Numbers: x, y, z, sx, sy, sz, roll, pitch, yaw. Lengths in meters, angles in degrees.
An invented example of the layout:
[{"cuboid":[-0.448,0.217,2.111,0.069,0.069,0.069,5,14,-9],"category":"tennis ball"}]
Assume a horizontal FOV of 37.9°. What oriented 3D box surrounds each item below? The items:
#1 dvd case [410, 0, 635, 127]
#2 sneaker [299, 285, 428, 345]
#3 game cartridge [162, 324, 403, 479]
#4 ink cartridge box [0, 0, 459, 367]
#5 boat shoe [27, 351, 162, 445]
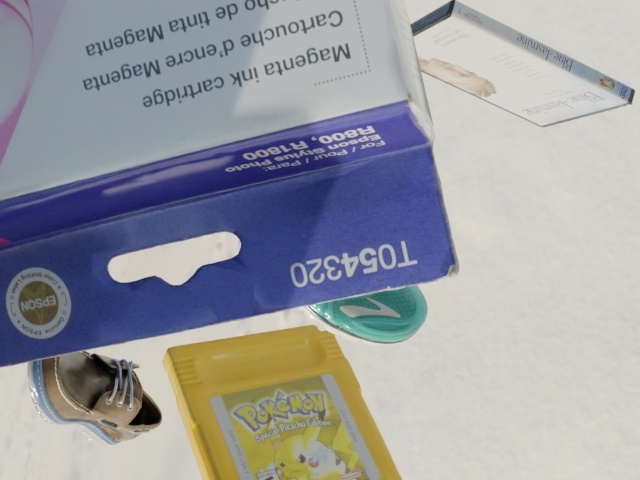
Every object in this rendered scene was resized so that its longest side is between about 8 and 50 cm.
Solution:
[{"cuboid":[0.217,-0.202,1.107,0.180,0.253,0.022,-8,63,69],"category":"dvd case"},{"cuboid":[0.000,0.000,0.882,0.107,0.275,0.110,-50,13,-17],"category":"sneaker"},{"cuboid":[-0.051,0.277,1.368,0.323,0.285,0.052,64,145,30],"category":"game cartridge"},{"cuboid":[-0.117,-0.106,0.504,0.071,0.324,0.330,-10,-93,-75],"category":"ink cartridge box"},{"cuboid":[-0.180,0.120,0.765,0.183,0.066,0.066,69,-168,-66],"category":"boat shoe"}]
